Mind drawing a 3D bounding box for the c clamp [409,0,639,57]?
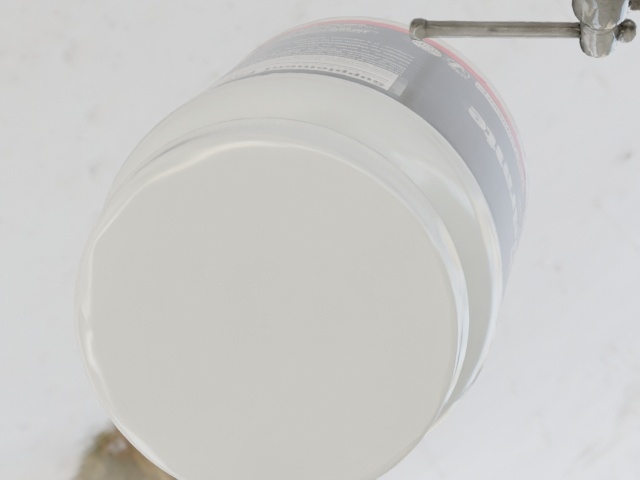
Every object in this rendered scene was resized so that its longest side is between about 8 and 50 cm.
[{"bbox_3d":[0.096,-0.093,0.456,0.137,0.022,0.161,0,153,-1],"label":"c clamp"}]

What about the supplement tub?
[{"bbox_3d":[0.000,0.000,0.857,0.191,0.191,0.272,-48,-177,19],"label":"supplement tub"}]
